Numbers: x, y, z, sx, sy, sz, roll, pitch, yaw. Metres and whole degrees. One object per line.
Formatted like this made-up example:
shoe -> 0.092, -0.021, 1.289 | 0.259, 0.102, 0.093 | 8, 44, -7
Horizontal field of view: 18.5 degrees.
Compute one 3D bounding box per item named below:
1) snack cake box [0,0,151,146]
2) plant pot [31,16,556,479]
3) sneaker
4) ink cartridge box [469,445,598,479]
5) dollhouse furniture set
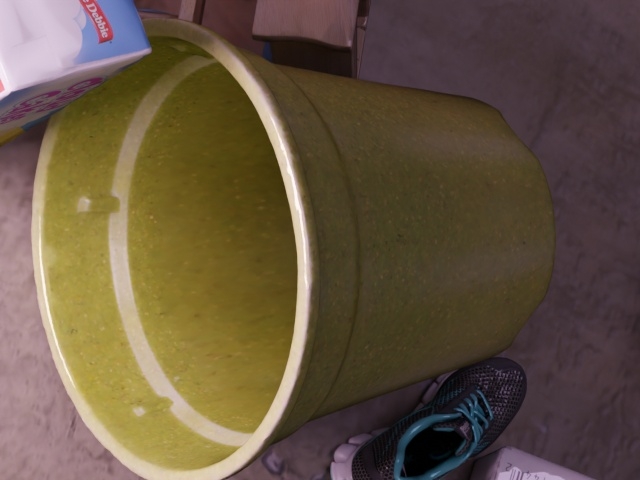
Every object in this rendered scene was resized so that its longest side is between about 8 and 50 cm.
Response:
snack cake box -> -0.210, -0.134, 1.119 | 0.089, 0.264, 0.152 | -20, 90, -30
plant pot -> 0.000, 0.000, 1.229 | 0.254, 0.276, 0.276 | -5, 83, -40
sneaker -> 0.089, 0.132, 1.337 | 0.166, 0.076, 0.065 | -34, 98, -29
ink cartridge box -> 0.212, 0.313, 1.340 | 0.296, 0.066, 0.261 | 22, 69, -9
dollhouse furniture set -> -0.060, -0.177, 1.312 | 0.184, 0.129, 0.129 | 8, 74, 4
